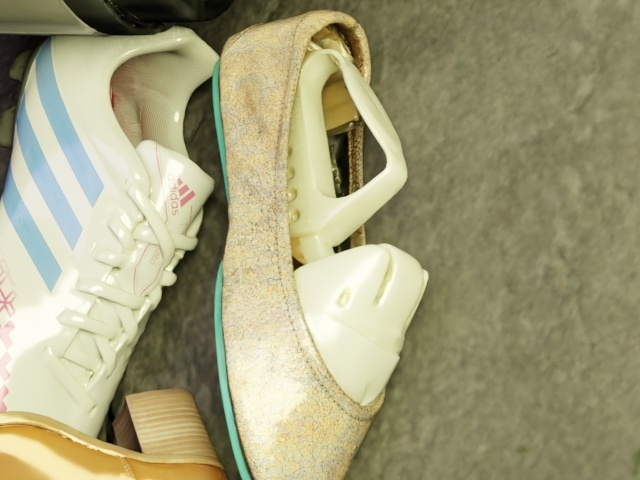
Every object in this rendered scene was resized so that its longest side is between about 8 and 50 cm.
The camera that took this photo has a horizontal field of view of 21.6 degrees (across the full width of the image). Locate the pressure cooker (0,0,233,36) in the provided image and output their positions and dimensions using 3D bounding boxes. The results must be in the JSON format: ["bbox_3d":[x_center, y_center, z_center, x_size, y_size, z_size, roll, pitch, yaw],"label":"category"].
[{"bbox_3d":[-0.183,-0.300,0.989,0.420,0.375,0.370,3,54,14],"label":"pressure cooker"}]

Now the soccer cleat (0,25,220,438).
[{"bbox_3d":[-0.140,0.013,1.024,0.143,0.116,0.331,-3,72,29],"label":"soccer cleat"}]

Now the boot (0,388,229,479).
[{"bbox_3d":[-0.137,0.169,0.915,0.197,0.073,0.152,-12,64,-13],"label":"boot"}]

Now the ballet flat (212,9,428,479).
[{"bbox_3d":[0.000,0.000,0.919,0.106,0.107,0.316,-21,59,24],"label":"ballet flat"}]
